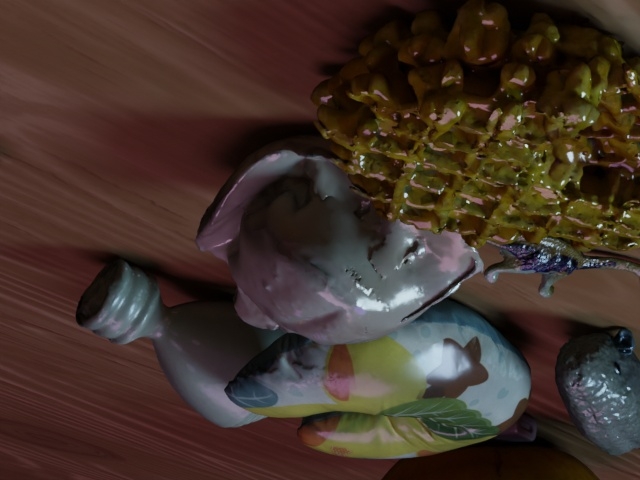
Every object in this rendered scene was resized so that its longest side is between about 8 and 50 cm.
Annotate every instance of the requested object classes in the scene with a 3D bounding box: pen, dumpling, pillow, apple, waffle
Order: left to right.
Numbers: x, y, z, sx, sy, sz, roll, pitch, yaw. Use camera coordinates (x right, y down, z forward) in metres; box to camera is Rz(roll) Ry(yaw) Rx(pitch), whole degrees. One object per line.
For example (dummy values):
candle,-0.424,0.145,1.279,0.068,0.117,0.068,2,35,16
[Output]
dumpling,0.000,0.000,0.919,0.199,0.118,0.136,-22,122,39
pillow,0.055,0.116,1.207,0.214,0.086,0.233,-16,153,20
pen,0.120,0.185,1.516,0.197,0.032,0.053,-6,156,36
apple,0.171,0.319,1.523,0.286,0.233,0.286,-6,170,-1
waffle,0.098,-0.050,0.763,0.193,0.070,0.197,23,159,-29

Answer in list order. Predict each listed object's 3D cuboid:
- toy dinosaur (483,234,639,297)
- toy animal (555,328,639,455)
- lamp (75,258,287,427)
toy dinosaur,0.132,0.009,0.979,0.180,0.037,0.058,13,139,-29
toy animal,0.241,0.134,1.216,0.070,0.079,0.253,-4,159,23
lamp,-0.103,0.082,1.245,0.193,0.106,0.106,32,154,-26
